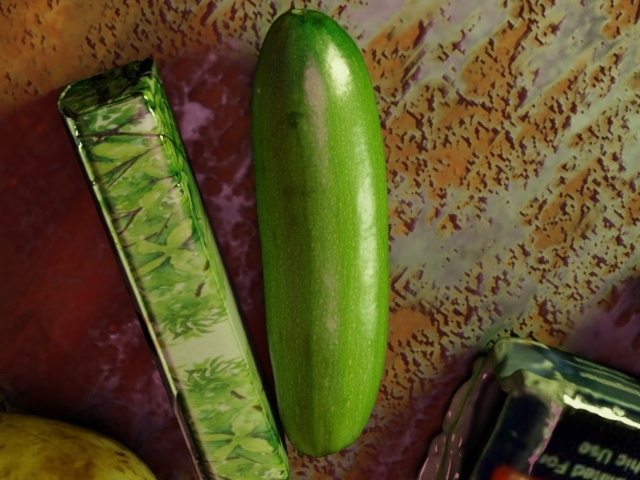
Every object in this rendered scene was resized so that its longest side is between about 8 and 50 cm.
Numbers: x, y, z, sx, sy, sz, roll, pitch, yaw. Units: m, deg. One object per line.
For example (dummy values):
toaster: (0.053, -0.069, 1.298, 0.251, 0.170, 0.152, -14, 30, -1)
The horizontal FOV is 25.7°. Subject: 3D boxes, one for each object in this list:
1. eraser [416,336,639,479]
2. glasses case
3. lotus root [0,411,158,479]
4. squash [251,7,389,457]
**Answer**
eraser: (0.239, 0.187, 0.965, 0.332, 0.101, 0.155, 20, 104, -14)
glasses case: (-0.088, 0.031, 0.862, 0.062, 0.095, 0.272, -18, 110, 2)
lotus root: (-0.208, 0.188, 0.873, 0.314, 0.141, 0.169, 12, 104, -3)
squash: (0.001, -0.001, 0.872, 0.082, 0.082, 0.293, -6, 111, -7)
